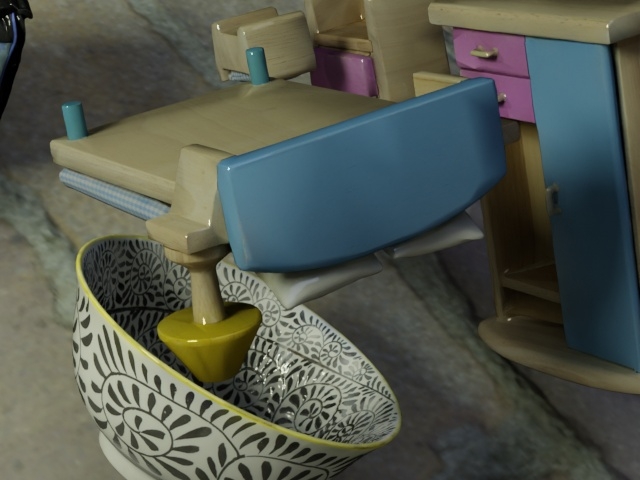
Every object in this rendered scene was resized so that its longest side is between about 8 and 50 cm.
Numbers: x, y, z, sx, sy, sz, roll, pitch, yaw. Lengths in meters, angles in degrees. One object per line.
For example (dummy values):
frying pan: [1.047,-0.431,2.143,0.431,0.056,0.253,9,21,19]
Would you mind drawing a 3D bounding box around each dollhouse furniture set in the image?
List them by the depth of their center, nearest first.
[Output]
dollhouse furniture set: [0.000,0.000,0.863,0.303,0.198,0.286,-20,21,-31]

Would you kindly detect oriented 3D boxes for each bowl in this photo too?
bowl: [-0.054,0.076,0.798,0.170,0.080,0.170,27,17,-9]

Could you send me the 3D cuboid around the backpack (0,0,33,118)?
backpack: [-0.206,-0.107,0.901,0.084,0.114,0.105,6,42,-19]
